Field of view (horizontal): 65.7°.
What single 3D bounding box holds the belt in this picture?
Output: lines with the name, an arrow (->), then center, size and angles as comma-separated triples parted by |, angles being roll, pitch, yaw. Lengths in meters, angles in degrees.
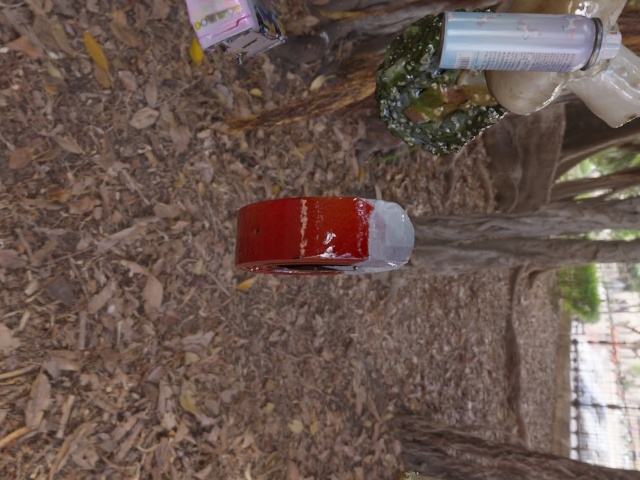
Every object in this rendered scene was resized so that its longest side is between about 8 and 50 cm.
belt -> 0.000, 0.000, 0.888 | 0.227, 0.324, 0.115 | 25, 64, -68

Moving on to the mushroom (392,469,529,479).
mushroom -> 0.212, 0.391, 0.761 | 0.084, 0.209, 0.071 | 52, 35, -63

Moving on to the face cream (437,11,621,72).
face cream -> 0.280, -0.269, 0.675 | 0.075, 0.230, 0.075 | 4, 90, -85

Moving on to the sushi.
sushi -> 0.289, -0.375, 1.170 | 0.294, 0.352, 0.178 | 23, 61, -21

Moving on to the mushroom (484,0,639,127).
mushroom -> 0.450, -0.327, 0.846 | 0.292, 0.290, 0.292 | -53, 173, -9

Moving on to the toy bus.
toy bus -> -0.124, -0.340, 0.756 | 0.274, 0.090, 0.112 | -74, 144, -72
